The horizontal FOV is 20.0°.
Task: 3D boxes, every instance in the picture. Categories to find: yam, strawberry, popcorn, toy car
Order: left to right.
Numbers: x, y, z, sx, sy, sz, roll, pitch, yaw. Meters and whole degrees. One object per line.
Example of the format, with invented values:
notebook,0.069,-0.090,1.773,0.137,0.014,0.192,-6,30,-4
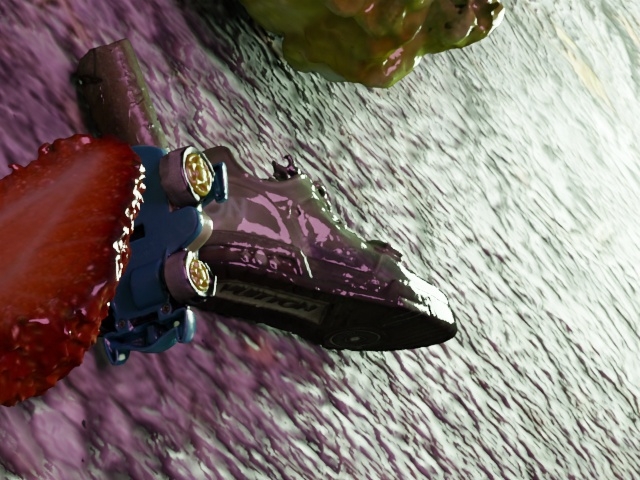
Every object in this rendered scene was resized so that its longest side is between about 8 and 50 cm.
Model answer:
strawberry,-0.204,0.039,1.245,0.236,0.107,0.175,-24,47,-24
yam,-0.157,-0.099,1.473,0.054,0.054,0.132,-3,67,-52
toy car,-0.119,0.012,1.378,0.098,0.126,0.161,14,59,-57
popcorn,0.038,-0.312,1.681,0.312,0.312,0.312,31,42,-33

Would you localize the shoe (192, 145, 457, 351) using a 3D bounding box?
shoe,-0.002,0.000,1.534,0.293,0.109,0.149,16,57,-39
